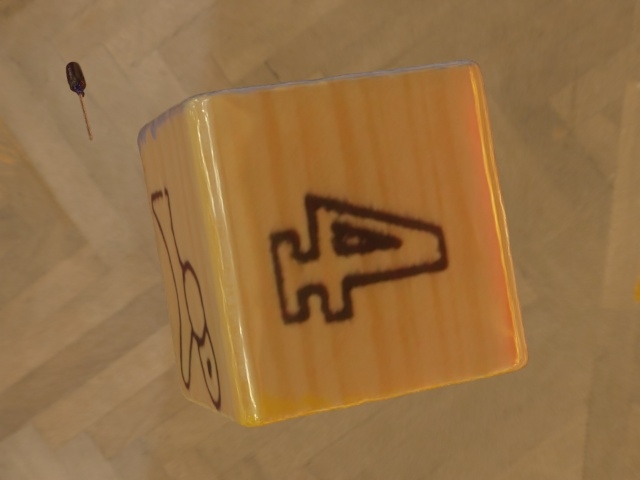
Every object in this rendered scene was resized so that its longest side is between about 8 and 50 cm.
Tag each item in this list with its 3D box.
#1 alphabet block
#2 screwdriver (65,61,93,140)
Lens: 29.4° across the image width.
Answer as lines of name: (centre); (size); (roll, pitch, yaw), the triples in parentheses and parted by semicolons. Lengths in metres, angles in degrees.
alphabet block: (0.000, 0.000, 0.806); (0.193, 0.192, 0.197); (-10, 93, -16)
screwdriver: (-0.293, -0.173, 1.516); (0.025, 0.024, 0.170); (-21, 43, -10)
